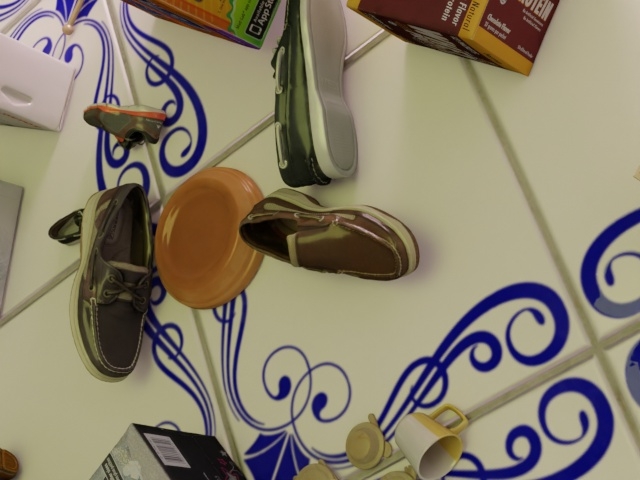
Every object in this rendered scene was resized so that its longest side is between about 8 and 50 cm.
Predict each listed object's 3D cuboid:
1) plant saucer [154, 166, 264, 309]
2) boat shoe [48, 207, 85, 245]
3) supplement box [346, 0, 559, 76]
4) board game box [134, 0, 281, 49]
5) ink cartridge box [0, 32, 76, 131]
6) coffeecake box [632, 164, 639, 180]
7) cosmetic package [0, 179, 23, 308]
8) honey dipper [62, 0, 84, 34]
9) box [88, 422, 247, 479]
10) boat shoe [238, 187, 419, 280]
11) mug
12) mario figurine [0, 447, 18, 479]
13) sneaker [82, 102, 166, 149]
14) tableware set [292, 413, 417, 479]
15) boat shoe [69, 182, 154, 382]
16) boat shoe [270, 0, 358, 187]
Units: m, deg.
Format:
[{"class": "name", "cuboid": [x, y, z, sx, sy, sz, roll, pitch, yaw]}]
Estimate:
[{"class": "plant saucer", "cuboid": [-0.158, -0.007, 1.586, 0.200, 0.037, 0.199, -11, 71, 35]}, {"class": "boat shoe", "cuboid": [-0.356, -0.028, 1.746, 0.125, 0.038, 0.046, -21, 66, 33]}, {"class": "supplement box", "cuboid": [0.170, -0.318, 1.353, 0.194, 0.129, 0.191, 24, 93, 40]}, {"class": "board game box", "cuboid": [-0.228, -0.502, 1.518, 0.356, 0.356, 0.356, 30, 97, 55]}, {"class": "ink cartridge box", "cuboid": [-0.558, -0.263, 1.864, 0.273, 0.198, 0.114, 10, 83, 39]}, {"class": "coffeecake box", "cuboid": [0.422, -0.099, 1.136, 0.142, 0.068, 0.185, 40, 103, 39]}, {"class": "cosmetic package", "cuboid": [-0.609, -0.004, 1.818, 0.138, 0.224, 0.224, -1, 78, 39]}, {"class": "honey dipper", "cuboid": [-0.376, -0.403, 1.870, 0.030, 0.030, 0.160, 37, 103, 38]}, {"class": "box", "cuboid": [-0.159, 0.360, 1.405, 0.142, 0.163, 0.247, -54, 52, 12]}, {"class": "boat shoe", "cuboid": [0.001, 0.007, 1.405, 0.257, 0.095, 0.095, 14, 124, 46]}, {"class": "mug", "cuboid": [0.122, 0.222, 1.302, 0.064, 0.078, 0.062, 40, 136, 47]}, {"class": "mario figurine", "cuboid": [-0.597, 0.428, 1.722, 0.321, 0.170, 0.198, -35, 24, 17]}, {"class": "sneaker", "cuboid": [-0.297, -0.167, 1.727, 0.158, 0.061, 0.064, 5, 87, 39]}, {"class": "tableware set", "cuboid": [0.043, 0.296, 1.359, 0.169, 0.020, 0.141, -44, 56, 20]}, {"class": "boat shoe", "cuboid": [-0.281, 0.051, 1.621, 0.092, 0.103, 0.285, -28, 55, 48]}, {"class": "boat shoe", "cuboid": [-0.022, -0.216, 1.487, 0.091, 0.114, 0.302, -13, 70, 29]}]
